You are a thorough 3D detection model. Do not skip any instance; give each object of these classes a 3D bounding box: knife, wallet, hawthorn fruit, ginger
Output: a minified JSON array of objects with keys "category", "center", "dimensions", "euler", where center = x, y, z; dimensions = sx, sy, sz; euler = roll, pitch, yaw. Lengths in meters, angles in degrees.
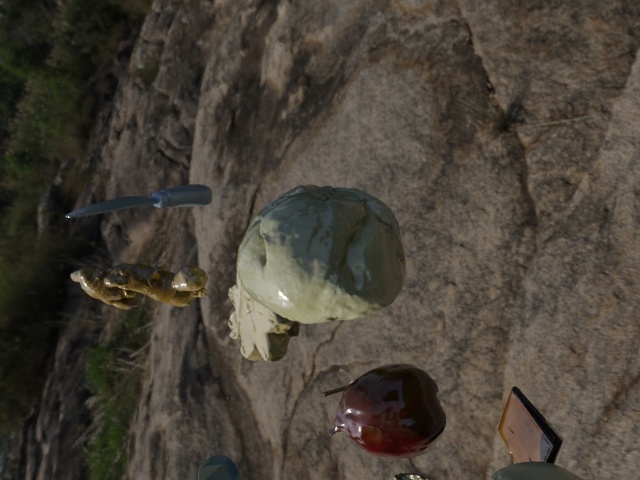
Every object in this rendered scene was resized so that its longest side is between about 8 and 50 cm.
[{"category":"knife","center":[-0.371,-0.082,1.112],"dimensions":[0.080,0.331,0.044],"euler":[24,116,38]},{"category":"knife","center":[0.098,0.416,1.548],"dimensions":[0.046,0.256,0.022],"euler":[-31,69,45]},{"category":"wallet","center":[0.536,0.504,1.380],"dimensions":[0.195,0.042,0.160],"euler":[-117,31,-59]},{"category":"hawthorn fruit","center":[0.136,0.372,1.135],"dimensions":[0.208,0.248,0.208],"euler":[162,90,-87]},{"category":"ginger","center":[-0.281,0.072,0.816],"dimensions":[0.193,0.176,0.052],"euler":[-33,49,43]}]

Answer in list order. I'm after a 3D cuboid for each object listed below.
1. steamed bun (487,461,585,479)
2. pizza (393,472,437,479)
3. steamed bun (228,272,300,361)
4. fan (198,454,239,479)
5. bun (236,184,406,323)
[{"category":"steamed bun","center":[0.510,0.664,1.172],"dimensions":[0.233,0.334,0.311],"euler":[108,-178,-83]},{"category":"pizza","center":[0.266,0.461,0.901],"dimensions":[0.197,0.292,0.058],"euler":[106,-176,-64]},{"category":"steamed bun","center":[-0.132,0.183,1.419],"dimensions":[0.295,0.137,0.292],"euler":[-60,41,34]},{"category":"fan","center":[-0.303,0.655,1.450],"dimensions":[0.113,0.175,0.005],"euler":[62,-178,4]},{"category":"bun","center":[0.000,0.000,0.758],"dimensions":[0.259,0.259,0.159],"euler":[30,131,58]}]
